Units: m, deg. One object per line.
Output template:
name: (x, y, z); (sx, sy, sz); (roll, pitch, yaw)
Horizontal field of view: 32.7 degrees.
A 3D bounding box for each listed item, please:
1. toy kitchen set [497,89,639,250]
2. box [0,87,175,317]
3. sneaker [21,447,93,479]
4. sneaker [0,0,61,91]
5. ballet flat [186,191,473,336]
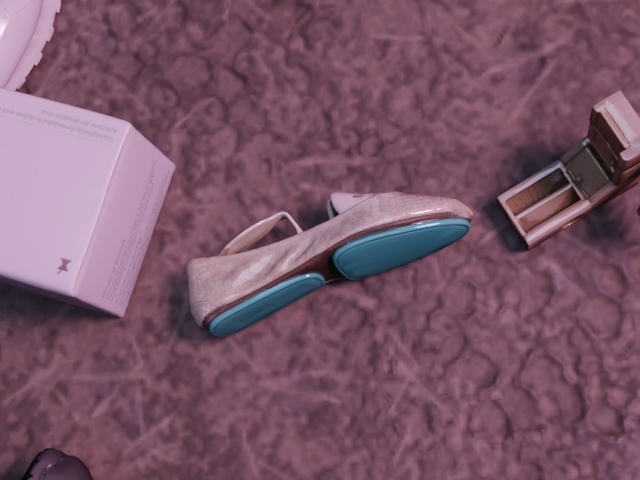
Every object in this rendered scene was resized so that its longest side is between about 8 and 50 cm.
toy kitchen set: (0.142, -0.021, 0.571); (0.075, 0.083, 0.068); (-31, 75, 2)
box: (-0.154, -0.021, 0.621); (0.101, 0.087, 0.102); (16, 82, 12)
sneaker: (-0.119, 0.275, 0.551); (0.146, 0.122, 0.331); (7, 69, -13)
sneaker: (-0.206, -0.200, 0.664); (0.090, 0.095, 0.235); (7, 82, 9)
ballet flat: (0.000, 0.000, 0.609); (0.168, 0.057, 0.052); (-22, 66, 5)
